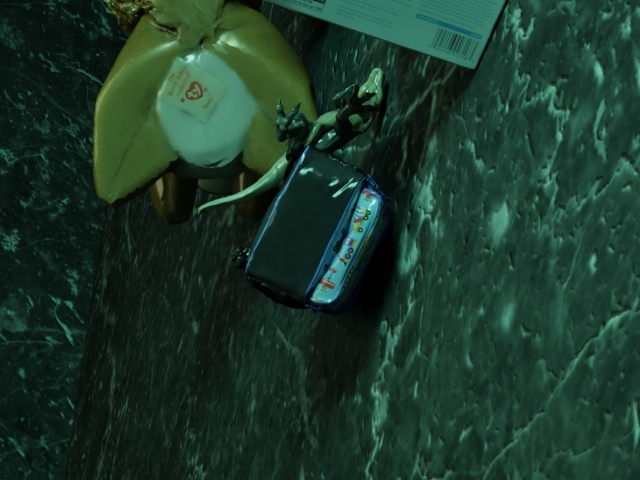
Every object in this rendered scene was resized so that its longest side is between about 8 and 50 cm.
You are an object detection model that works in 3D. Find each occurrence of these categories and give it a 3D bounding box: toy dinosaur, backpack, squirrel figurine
[{"bbox_3d":[-0.008,-0.111,1.347,0.268,0.064,0.118,-35,-11,-26],"label":"toy dinosaur"},{"bbox_3d":[0.000,0.000,1.320,0.158,0.117,0.173,-63,-11,-6],"label":"backpack"},{"bbox_3d":[-0.140,-0.218,1.700,0.370,0.281,0.396,-45,-53,-85],"label":"squirrel figurine"}]

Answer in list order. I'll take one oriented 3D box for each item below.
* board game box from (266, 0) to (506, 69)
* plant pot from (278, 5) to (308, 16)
[{"bbox_3d":[0.089,-0.333,1.149,0.097,0.224,0.303,-100,30,-60],"label":"board game box"},{"bbox_3d":[-0.038,-0.455,1.748,0.230,0.215,0.215,-60,17,-3],"label":"plant pot"}]
